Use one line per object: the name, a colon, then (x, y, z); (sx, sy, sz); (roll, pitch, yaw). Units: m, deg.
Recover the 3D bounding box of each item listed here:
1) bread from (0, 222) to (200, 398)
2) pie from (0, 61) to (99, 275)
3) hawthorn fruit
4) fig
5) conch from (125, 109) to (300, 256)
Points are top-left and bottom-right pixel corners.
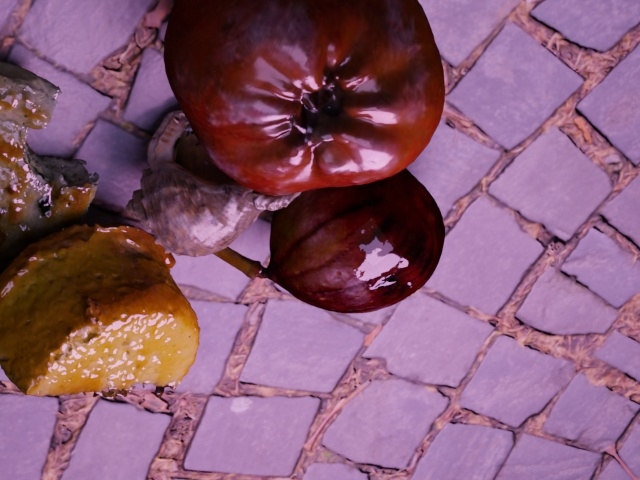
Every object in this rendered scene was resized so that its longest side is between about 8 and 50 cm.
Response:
bread: (-0.230, 0.067, 2.107); (0.260, 0.160, 0.147); (5, 133, -47)
pie: (-0.384, -0.060, 2.044); (0.302, 0.067, 0.302); (-13, 129, -16)
hawthorn fruit: (-0.018, -0.180, 1.978); (0.284, 0.284, 0.284); (-11, 128, -15)
fig: (0.011, 0.010, 2.194); (0.249, 0.186, 0.204); (-34, 149, 13)
conch: (-0.111, -0.067, 2.105); (0.207, 0.130, 0.155); (-13, 104, 12)
